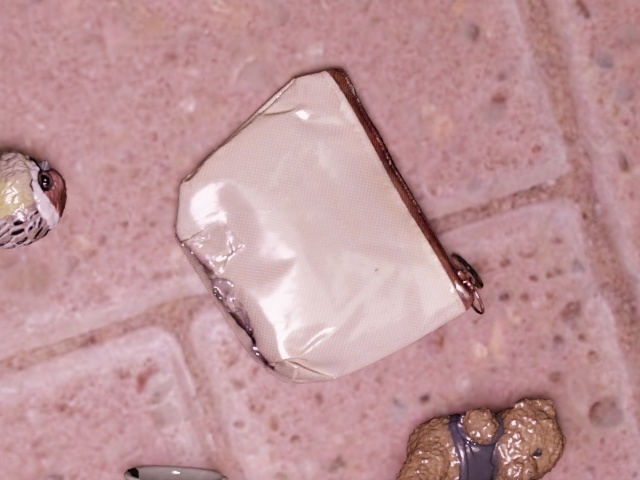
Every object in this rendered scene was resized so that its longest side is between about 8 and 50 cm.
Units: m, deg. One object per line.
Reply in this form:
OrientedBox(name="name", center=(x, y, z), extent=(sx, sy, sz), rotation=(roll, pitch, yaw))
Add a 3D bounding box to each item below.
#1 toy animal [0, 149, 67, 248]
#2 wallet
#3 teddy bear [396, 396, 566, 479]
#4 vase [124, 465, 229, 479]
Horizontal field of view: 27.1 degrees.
OrientedBox(name="toy animal", center=(-0.320, -0.025, 1.395), extent=(0.098, 0.098, 0.137), rotation=(16, 103, -10))
OrientedBox(name="wallet", center=(0.002, -0.001, 1.466), extent=(0.274, 0.068, 0.335), rotation=(-32, 92, -10))
OrientedBox(name="teddy bear", center=(0.155, 0.253, 1.481), extent=(0.251, 0.182, 0.129), rotation=(-25, 58, -21))
OrientedBox(name="vase", center=(-0.170, 0.431, 1.428), extent=(0.165, 0.165, 0.360), rotation=(5, 89, -10))
